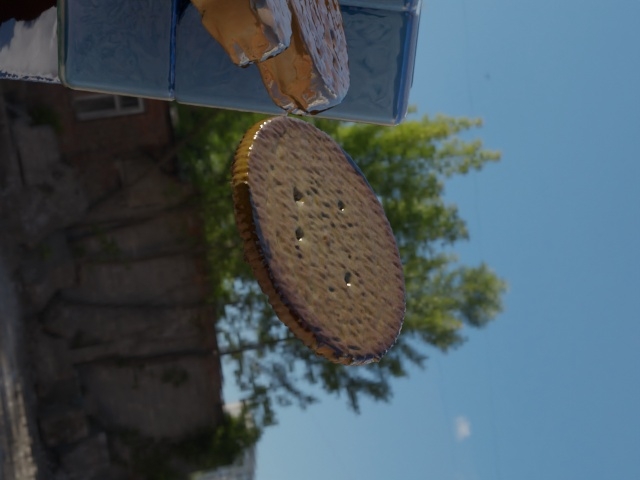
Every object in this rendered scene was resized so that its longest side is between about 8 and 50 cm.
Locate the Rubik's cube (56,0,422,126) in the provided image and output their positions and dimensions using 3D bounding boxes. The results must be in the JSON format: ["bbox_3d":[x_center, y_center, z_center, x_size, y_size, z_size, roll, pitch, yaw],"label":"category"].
[{"bbox_3d":[-0.046,-0.287,0.917,0.291,0.291,0.290,-69,165,-66],"label":"Rubik's cube"}]

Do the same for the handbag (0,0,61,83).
[{"bbox_3d":[-0.263,-0.271,0.920,0.275,0.084,0.260,-22,130,-78],"label":"handbag"}]

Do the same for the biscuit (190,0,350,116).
[{"bbox_3d":[-0.039,-0.158,0.501,0.288,0.044,0.202,-28,103,-76],"label":"biscuit"}]

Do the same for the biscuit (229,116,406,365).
[{"bbox_3d":[0.000,0.000,1.174,0.305,0.038,0.305,37,40,-39],"label":"biscuit"}]
